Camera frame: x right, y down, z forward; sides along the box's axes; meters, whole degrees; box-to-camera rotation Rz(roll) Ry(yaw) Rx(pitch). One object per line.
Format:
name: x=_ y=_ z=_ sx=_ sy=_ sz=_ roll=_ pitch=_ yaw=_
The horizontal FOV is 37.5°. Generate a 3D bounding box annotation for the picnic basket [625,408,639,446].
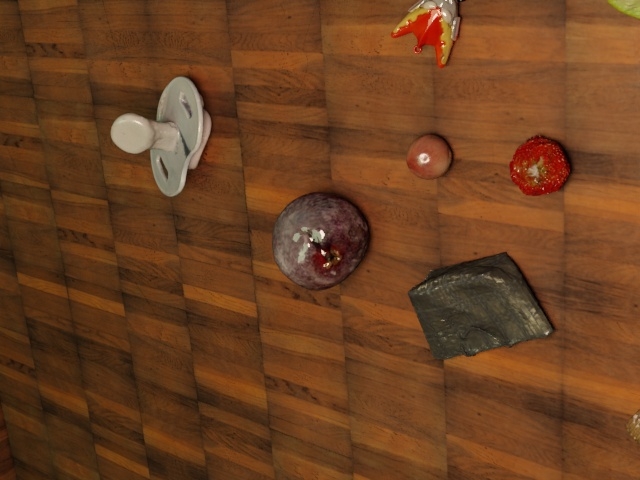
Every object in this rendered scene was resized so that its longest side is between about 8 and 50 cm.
picnic basket: x=0.549 y=0.315 z=1.541 sx=0.083 sy=0.072 sz=0.072 roll=44 pitch=131 yaw=32

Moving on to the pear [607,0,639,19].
pear: x=0.493 y=-0.395 z=1.220 sx=0.282 sy=0.287 sz=0.176 roll=-17 pitch=55 yaw=65

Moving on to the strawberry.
strawberry: x=0.352 y=-0.115 z=1.527 sx=0.106 sy=0.106 sz=0.106 roll=17 pitch=118 yaw=36

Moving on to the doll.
doll: x=0.202 y=-0.386 z=1.581 sx=0.109 sy=0.057 sz=0.169 roll=34 pitch=115 yaw=6

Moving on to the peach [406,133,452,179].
peach: x=0.192 y=-0.147 z=1.671 sx=0.083 sy=0.083 sz=0.083 roll=17 pitch=118 yaw=36

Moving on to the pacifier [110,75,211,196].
pacifier: x=-0.356 y=-0.233 z=2.039 sx=0.227 sy=0.207 sz=0.279 roll=58 pitch=136 yaw=32

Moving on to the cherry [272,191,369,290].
cherry: x=-0.005 y=-0.007 z=1.839 sx=0.195 sy=0.195 sz=0.195 roll=17 pitch=118 yaw=36

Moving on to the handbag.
handbag: x=0.279 y=0.127 z=1.709 sx=0.270 sy=0.089 sz=0.175 roll=-18 pitch=102 yaw=44
